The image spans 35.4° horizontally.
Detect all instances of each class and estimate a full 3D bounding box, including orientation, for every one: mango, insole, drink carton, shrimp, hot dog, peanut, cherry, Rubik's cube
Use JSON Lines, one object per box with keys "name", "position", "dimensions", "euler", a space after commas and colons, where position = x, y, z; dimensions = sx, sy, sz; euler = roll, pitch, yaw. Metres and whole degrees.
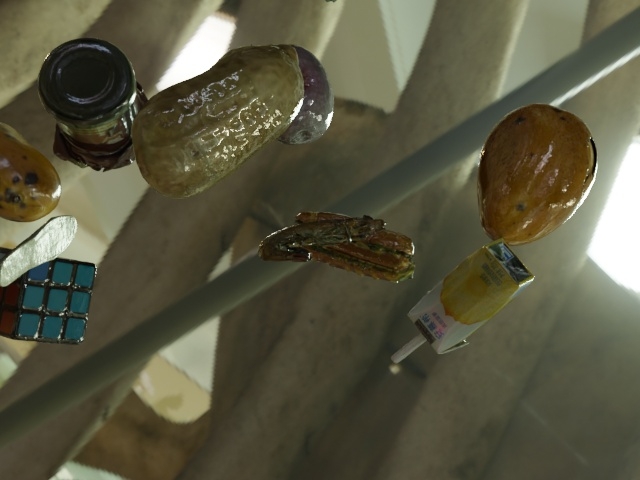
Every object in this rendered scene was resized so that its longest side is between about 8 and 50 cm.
{"name": "mango", "position": [0.343, -0.105, 1.602], "dimensions": [0.191, 0.290, 0.160], "euler": [-15, -54, 39]}
{"name": "insole", "position": [-0.398, 0.010, 1.416], "dimensions": [0.010, 0.192, 0.063], "euler": [12, -63, 15]}
{"name": "drink carton", "position": [0.169, 0.087, 1.253], "dimensions": [0.084, 0.074, 0.200], "euler": [51, -59, 10]}
{"name": "shrimp", "position": [0.000, -0.001, 1.345], "dimensions": [0.124, 0.178, 0.034], "euler": [-70, 153, -71]}
{"name": "hot dog", "position": [0.060, 0.008, 1.895], "dimensions": [0.269, 0.072, 0.115], "euler": [14, -66, 30]}
{"name": "peanut", "position": [-0.112, -0.147, 1.148], "dimensions": [0.137, 0.253, 0.122], "euler": [13, -42, 57]}
{"name": "cherry", "position": [-0.062, -0.306, 2.135], "dimensions": [0.266, 0.183, 0.213], "euler": [27, 51, -68]}
{"name": "mango", "position": [-0.387, -0.089, 1.220], "dimensions": [0.115, 0.090, 0.178], "euler": [13, 27, -52]}
{"name": "Rubik's cube", "position": [-0.542, 0.103, 1.892], "dimensions": [0.163, 0.162, 0.160], "euler": [7, -94, 43]}

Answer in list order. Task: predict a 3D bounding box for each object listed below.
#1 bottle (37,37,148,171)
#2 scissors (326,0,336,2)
{"name": "bottle", "position": [-0.322, -0.174, 1.452], "dimensions": [0.271, 0.156, 0.143], "euler": [102, -30, -74]}
{"name": "scissors", "position": [0.005, -0.408, 1.495], "dimensions": [0.029, 0.192, 0.447], "euler": [59, 4, 1]}
